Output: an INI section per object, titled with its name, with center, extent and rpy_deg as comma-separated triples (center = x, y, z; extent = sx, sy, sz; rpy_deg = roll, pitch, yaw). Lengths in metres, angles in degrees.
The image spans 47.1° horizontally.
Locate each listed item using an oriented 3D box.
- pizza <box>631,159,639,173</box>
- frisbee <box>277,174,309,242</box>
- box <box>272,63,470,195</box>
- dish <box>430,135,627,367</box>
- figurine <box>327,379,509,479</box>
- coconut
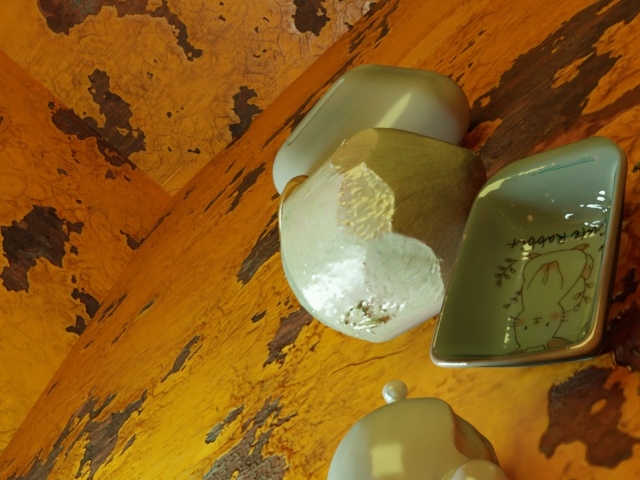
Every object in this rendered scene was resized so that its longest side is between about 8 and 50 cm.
[pizza]
center = 0.333, -0.097, 0.642
extent = 0.100, 0.029, 0.099
rpy_deg = -49, 18, -4
[frisbee]
center = 0.000, 0.000, 1.030
extent = 0.035, 0.191, 0.192
rpy_deg = -17, 2, -29
[box]
center = 0.069, -0.149, 1.163
extent = 0.288, 0.141, 0.349
rpy_deg = -51, 25, -1
[dish]
center = 0.194, 0.014, 0.623
extent = 0.154, 0.064, 0.234
rpy_deg = -16, 43, 47
[figurine]
center = 0.050, 0.208, 0.497
extent = 0.145, 0.181, 0.256
rpy_deg = 6, 31, 15
[coconut]
center = 0.076, -0.014, 0.777
extent = 0.234, 0.224, 0.224
rpy_deg = -34, 22, 44
